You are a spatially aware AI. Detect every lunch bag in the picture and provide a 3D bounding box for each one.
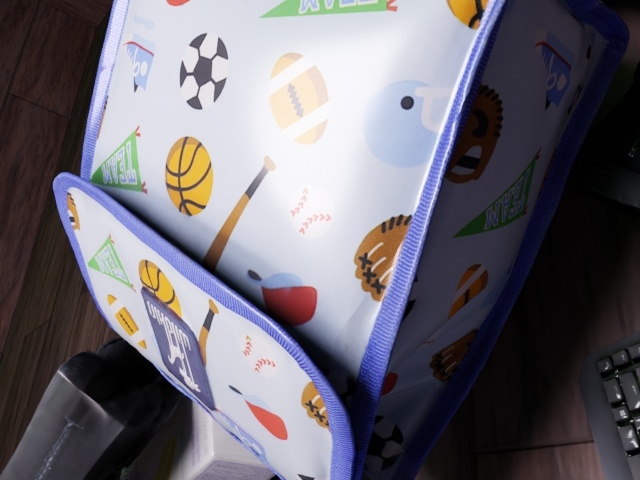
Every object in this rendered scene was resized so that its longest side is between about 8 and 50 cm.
[{"bbox_3d":[-0.021,-0.028,0.479,0.328,0.239,0.385,30,108,34],"label":"lunch bag"}]

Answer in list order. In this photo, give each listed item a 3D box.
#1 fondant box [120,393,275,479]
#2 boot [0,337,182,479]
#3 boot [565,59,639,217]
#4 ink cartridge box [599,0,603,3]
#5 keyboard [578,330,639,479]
[{"bbox_3d":[-0.182,0.245,0.841,0.330,0.096,0.238,-48,37,35],"label":"fondant box"},{"bbox_3d":[-0.324,0.307,0.780,0.445,0.146,0.367,-60,8,5],"label":"boot"},{"bbox_3d":[0.277,-0.093,0.378,0.207,0.094,0.246,-66,26,11],"label":"boot"},{"bbox_3d":[0.175,-0.171,0.572,0.135,0.099,0.056,-61,32,9],"label":"ink cartridge box"},{"bbox_3d":[0.252,0.172,0.319,0.201,0.033,0.317,-38,44,38],"label":"keyboard"}]
